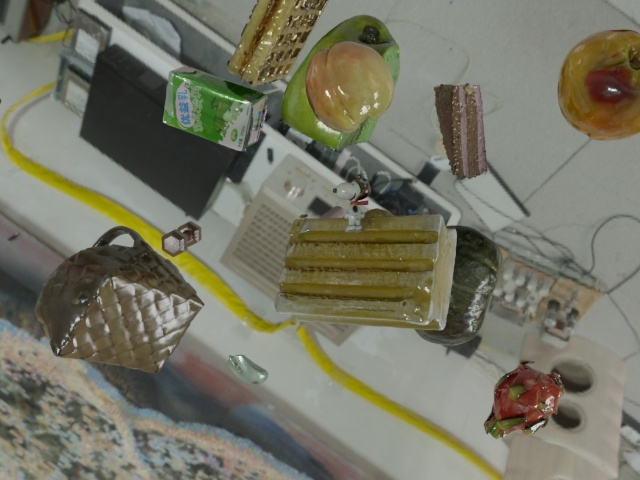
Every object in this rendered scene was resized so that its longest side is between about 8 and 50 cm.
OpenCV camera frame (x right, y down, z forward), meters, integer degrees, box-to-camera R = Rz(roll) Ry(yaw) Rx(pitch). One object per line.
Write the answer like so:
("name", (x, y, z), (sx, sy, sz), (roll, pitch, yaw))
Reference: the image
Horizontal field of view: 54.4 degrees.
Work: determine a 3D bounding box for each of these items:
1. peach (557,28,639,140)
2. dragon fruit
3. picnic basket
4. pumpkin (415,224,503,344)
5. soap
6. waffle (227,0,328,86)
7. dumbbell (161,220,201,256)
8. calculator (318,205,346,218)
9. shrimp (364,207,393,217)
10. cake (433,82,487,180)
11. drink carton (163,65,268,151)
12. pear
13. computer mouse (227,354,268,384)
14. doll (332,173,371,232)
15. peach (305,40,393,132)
("peach", (0.365, -0.191, 0.780), (0.138, 0.138, 0.138), (16, 134, 18))
("dragon fruit", (0.265, 0.217, 0.823), (0.081, 0.086, 0.116), (45, 122, 22))
("picnic basket", (-0.483, 0.116, 1.437), (0.337, 0.337, 0.293), (36, 99, -2))
("pumpkin", (0.296, 0.128, 1.531), (0.242, 0.232, 0.325), (23, 144, 18))
("soap", (0.069, 0.048, 0.995), (0.274, 0.174, 0.089), (0, 159, 33))
("waffle", (-0.109, -0.637, 1.801), (0.114, 0.261, 0.376), (39, 123, 8))
("dumbbell", (-0.480, -0.008, 2.167), (0.092, 0.231, 0.082), (-25, 98, 9))
("calculator", (0.000, 0.000, 1.237), (0.032, 0.175, 0.100), (27, 135, 28))
("shrimp", (0.152, -0.004, 1.613), (0.099, 0.180, 0.041), (-2, 153, 2))
("cake", (0.408, -0.321, 1.768), (0.113, 0.115, 0.295), (152, 109, -75))
("drink carton", (-0.295, -0.371, 1.744), (0.271, 0.108, 0.161), (21, 119, 8))
("pear", (0.059, -0.399, 1.529), (0.238, 0.342, 0.318), (29, 108, 9))
("computer mouse", (-0.170, 0.300, 1.425), (0.056, 0.032, 0.110), (-36, 115, 27))
("doll", (0.055, -0.056, 0.951), (0.040, 0.058, 0.085), (138, 113, -75))
("peach", (0.055, -0.315, 1.266), (0.184, 0.184, 0.184), (16, 134, 18))
